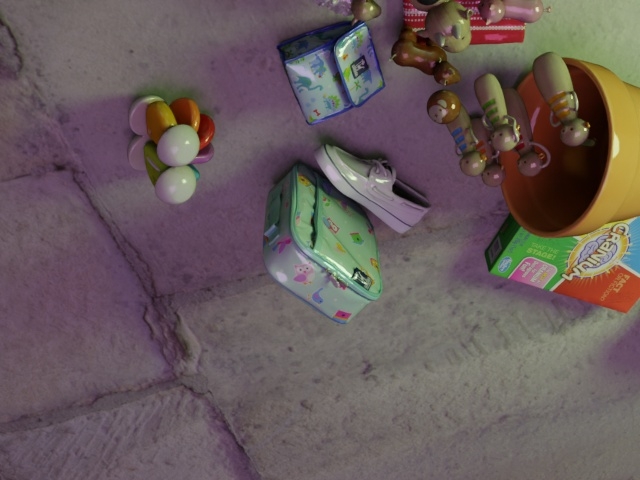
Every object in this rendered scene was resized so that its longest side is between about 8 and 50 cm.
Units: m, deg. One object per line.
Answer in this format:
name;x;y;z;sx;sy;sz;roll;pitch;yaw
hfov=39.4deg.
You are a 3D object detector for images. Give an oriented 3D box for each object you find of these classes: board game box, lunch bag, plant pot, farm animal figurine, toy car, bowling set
board game box;0.514;0.001;1.718;0.316;0.064;0.242;16;128;-13
lunch bag;0.022;-0.280;1.467;0.151;0.096;0.129;-22;125;0
lunch bag;0.000;0.000;1.574;0.108;0.279;0.224;-39;118;23
plant pot;0.460;-0.146;1.474;0.203;0.291;0.291;1;132;-23
farm animal figurine;0.191;-0.375;1.295;0.326;0.172;0.330;37;121;-23
toy car;-0.247;-0.164;1.543;0.136;0.159;0.182;-20;138;-33
bowling set;0.265;-0.166;1.428;0.199;0.154;0.287;-10;163;-22

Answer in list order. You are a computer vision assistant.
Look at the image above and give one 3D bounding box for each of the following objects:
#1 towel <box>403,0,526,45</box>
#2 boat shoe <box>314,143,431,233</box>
towel;0.226;-0.426;1.382;0.198;0.031;0.275;-1;128;3
boat shoe;0.098;-0.110;1.616;0.084;0.095;0.258;-39;131;23
